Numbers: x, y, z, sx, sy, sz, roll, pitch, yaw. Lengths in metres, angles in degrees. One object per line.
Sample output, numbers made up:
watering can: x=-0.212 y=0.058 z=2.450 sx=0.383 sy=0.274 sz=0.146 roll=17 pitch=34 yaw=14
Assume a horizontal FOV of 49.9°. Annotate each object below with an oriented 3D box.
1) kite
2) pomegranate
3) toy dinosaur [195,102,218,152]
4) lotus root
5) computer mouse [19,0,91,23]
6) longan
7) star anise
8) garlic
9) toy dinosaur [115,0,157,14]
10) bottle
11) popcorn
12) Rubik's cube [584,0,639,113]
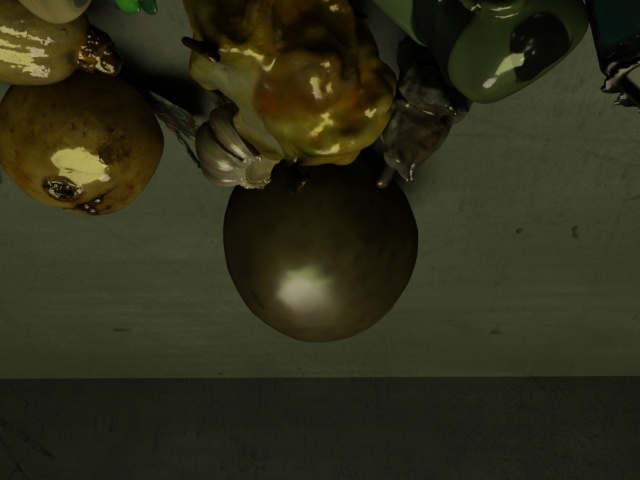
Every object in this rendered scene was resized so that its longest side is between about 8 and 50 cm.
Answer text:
kite: x=-0.239 y=-0.188 z=1.236 sx=0.152 sy=0.015 sz=0.285 roll=28 pitch=166 yaw=23
pomegranate: x=-0.383 y=-0.164 z=1.100 sx=0.260 sy=0.261 sz=0.260 roll=2 pitch=153 yaw=1
toy dinosaur: x=-0.189 y=-0.191 z=1.261 sx=0.058 sy=0.037 sz=0.180 roll=32 pitch=139 yaw=-7
lotus root: x=-0.440 y=-0.300 z=0.938 sx=0.342 sy=0.152 sz=0.169 roll=10 pitch=137 yaw=-15
computer mouse: x=-0.331 y=-0.367 z=0.802 sx=0.081 sy=0.145 sz=0.236 roll=14 pitch=156 yaw=10
longan: x=0.000 y=0.000 z=1.299 sx=0.404 sy=0.405 sz=0.336 roll=29 pitch=179 yaw=-42
star anise: x=0.147 y=-0.207 z=1.009 sx=0.139 sy=0.316 sz=0.360 roll=31 pitch=110 yaw=5
garlic: x=-0.152 y=-0.179 z=1.118 sx=0.127 sy=0.194 sz=0.131 roll=-14 pitch=157 yaw=-27
toy dinosaur: x=-0.061 y=-0.304 z=0.677 sx=0.144 sy=0.500 sz=0.375 roll=-28 pitch=154 yaw=-44
bottle: x=0.122 y=-0.285 z=0.687 sx=0.168 sy=0.347 sz=0.168 roll=-26 pitch=155 yaw=-13
popcorn: x=-0.029 y=-0.237 z=0.932 sx=0.297 sy=0.281 sz=0.316 roll=28 pitch=152 yaw=22
Rubik's cube: x=0.475 y=-0.303 z=0.654 sx=0.362 sy=0.359 sz=0.363 roll=24 pitch=143 yaw=-34
